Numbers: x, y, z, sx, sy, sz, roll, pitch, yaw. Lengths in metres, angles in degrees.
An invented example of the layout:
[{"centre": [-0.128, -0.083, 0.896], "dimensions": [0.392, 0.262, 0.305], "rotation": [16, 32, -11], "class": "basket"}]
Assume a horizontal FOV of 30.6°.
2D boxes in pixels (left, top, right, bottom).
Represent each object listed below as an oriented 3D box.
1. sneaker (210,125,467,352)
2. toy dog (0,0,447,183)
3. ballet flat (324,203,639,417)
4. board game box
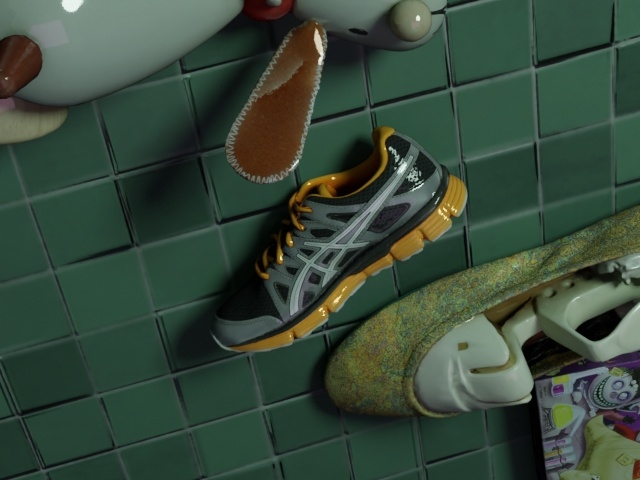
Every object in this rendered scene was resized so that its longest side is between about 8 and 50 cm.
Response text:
[{"centre": [0.000, 0.000, 0.853], "dimensions": [0.215, 0.084, 0.083], "rotation": [-38, 112, 6], "class": "sneaker"}, {"centre": [-0.079, -0.132, 0.684], "dimensions": [0.333, 0.161, 0.220], "rotation": [-22, 126, -2], "class": "toy dog"}, {"centre": [0.171, 0.068, 0.920], "dimensions": [0.348, 0.123, 0.123], "rotation": [-24, 126, 0], "class": "ballet flat"}, {"centre": [0.308, 0.220, 1.088], "dimensions": [0.208, 0.056, 0.347], "rotation": [-15, 125, -1], "class": "board game box"}]
